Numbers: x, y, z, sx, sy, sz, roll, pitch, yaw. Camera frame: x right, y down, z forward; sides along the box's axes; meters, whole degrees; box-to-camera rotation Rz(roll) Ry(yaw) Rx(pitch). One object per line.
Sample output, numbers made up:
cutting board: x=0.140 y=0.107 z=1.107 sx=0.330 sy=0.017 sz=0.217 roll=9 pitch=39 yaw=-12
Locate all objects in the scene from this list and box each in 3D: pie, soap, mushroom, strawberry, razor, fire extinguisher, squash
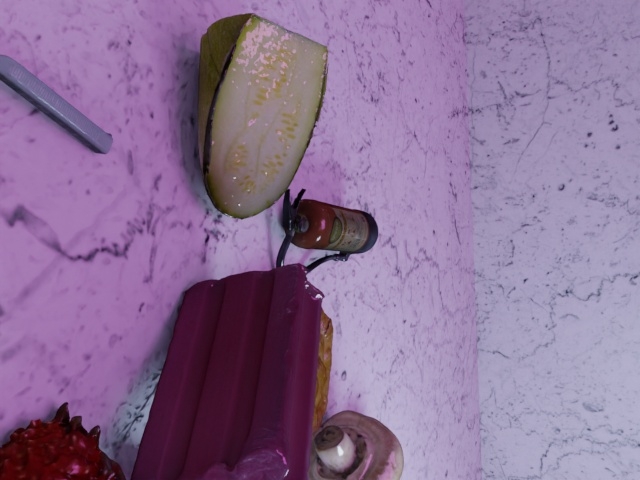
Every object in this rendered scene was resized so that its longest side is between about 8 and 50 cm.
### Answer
pie: x=-0.052 y=0.280 z=1.202 sx=0.339 sy=0.083 sz=0.339 roll=-1 pitch=90 yaw=-69
soap: x=-0.127 y=0.219 z=0.872 sx=0.359 sy=0.233 sz=0.128 roll=-85 pitch=155 yaw=-43
mushroom: x=0.064 y=0.510 z=1.281 sx=0.260 sy=0.254 sz=0.234 roll=60 pitch=-6 yaw=46
strawberry: x=-0.353 y=0.379 z=0.672 sx=0.306 sy=0.138 sz=0.233 roll=-52 pitch=134 yaw=-48
razor: x=-0.368 y=-0.199 z=0.712 sx=0.056 sy=0.111 sz=0.278 roll=-70 pitch=153 yaw=-24
fire extinguisher: x=0.010 y=-0.002 z=1.306 sx=0.376 sy=0.113 sz=0.200 roll=10 pitch=82 yaw=-59
squash: x=-0.118 y=-0.201 z=1.007 sx=0.234 sy=0.210 sz=0.309 roll=6 pitch=80 yaw=-47
